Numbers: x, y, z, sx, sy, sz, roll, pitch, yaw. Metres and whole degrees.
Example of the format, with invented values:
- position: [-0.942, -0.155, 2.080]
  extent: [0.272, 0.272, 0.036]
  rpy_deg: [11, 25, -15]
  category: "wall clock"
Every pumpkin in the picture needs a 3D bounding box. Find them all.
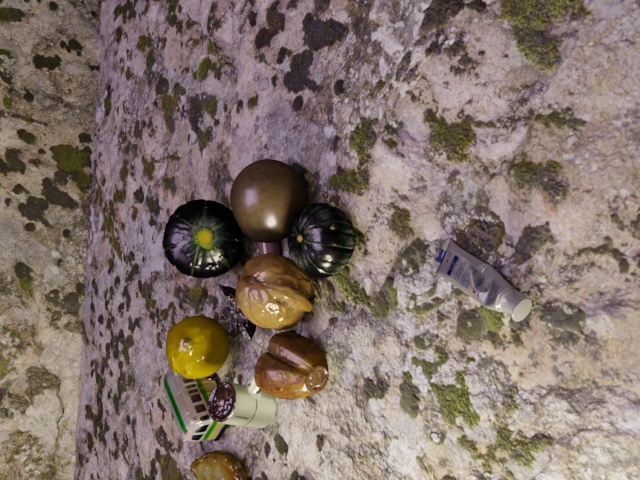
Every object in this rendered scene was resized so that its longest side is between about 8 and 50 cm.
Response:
- position: [0.000, 0.000, 1.501]
  extent: [0.220, 0.161, 0.221]
  rpy_deg: [-12, 74, 50]
  category: "pumpkin"
- position: [-0.433, -0.003, 1.895]
  extent: [0.295, 0.295, 0.296]
  rpy_deg: [-6, 81, 46]
  category: "pumpkin"

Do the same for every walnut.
- position: [-0.133, 0.161, 1.566]
  extent: [0.257, 0.257, 0.225]
  rpy_deg: [3, 68, 47]
  category: "walnut"

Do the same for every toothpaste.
- position: [0.366, 0.092, 1.189]
  extent: [0.266, 0.061, 0.096]
  rpy_deg: [41, 116, 49]
  category: "toothpaste"

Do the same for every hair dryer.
- position: [-0.189, 0.438, 1.663]
  extent: [0.128, 0.203, 0.362]
  rpy_deg: [34, 92, 43]
  category: "hair dryer"

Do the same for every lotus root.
- position: [-0.073, 0.381, 1.508]
  extent: [0.180, 0.199, 0.188]
  rpy_deg: [12, 101, 51]
  category: "lotus root"

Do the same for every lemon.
- position: [-0.446, 0.388, 1.870]
  extent: [0.288, 0.233, 0.234]
  rpy_deg: [102, 160, -74]
  category: "lemon"

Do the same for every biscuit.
- position: [-0.356, 0.930, 1.845]
  extent: [0.329, 0.078, 0.335]
  rpy_deg: [-16, 74, 42]
  category: "biscuit"

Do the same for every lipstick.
- position: [-0.183, -0.031, 1.762]
  extent: [0.070, 0.070, 0.255]
  rpy_deg: [-20, 72, 44]
  category: "lipstick"

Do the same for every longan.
- position: [-0.161, -0.127, 1.628]
  extent: [0.258, 0.258, 0.258]
  rpy_deg: [-6, 81, 46]
  category: "longan"

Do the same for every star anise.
- position: [-0.282, 0.239, 1.812]
  extent: [0.282, 0.129, 0.212]
  rpy_deg: [-11, 95, 50]
  category: "star anise"

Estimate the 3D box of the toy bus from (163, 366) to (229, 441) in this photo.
- position: [-0.474, 0.594, 1.924]
  extent: [0.305, 0.179, 0.143]
  rpy_deg: [53, 122, 36]
  category: "toy bus"
